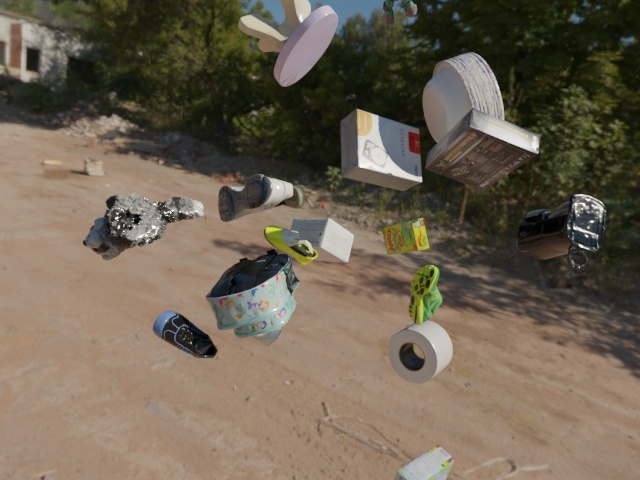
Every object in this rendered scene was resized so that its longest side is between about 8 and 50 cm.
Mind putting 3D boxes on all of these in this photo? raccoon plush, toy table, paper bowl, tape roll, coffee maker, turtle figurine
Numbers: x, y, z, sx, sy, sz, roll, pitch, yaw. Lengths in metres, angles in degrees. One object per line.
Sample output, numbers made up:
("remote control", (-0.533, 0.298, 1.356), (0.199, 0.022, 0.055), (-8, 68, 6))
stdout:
("raccoon plush", (-0.730, -0.034, 1.942), (0.445, 0.216, 0.299), (2, -21, -36))
("toy table", (-0.081, -0.575, 1.294), (0.161, 0.274, 0.252), (52, 45, 4))
("paper bowl", (0.399, -0.384, 1.373), (0.147, 0.285, 0.284), (-18, 16, -3))
("tape roll", (0.448, 0.497, 2.117), (0.246, 0.247, 0.169), (20, 19, 34))
("coffee maker", (0.549, -0.010, 1.100), (0.120, 0.171, 0.178), (39, -16, -3))
("turtle figurine", (0.214, -0.762, 1.391), (0.175, 0.118, 0.234), (2, -27, 20))

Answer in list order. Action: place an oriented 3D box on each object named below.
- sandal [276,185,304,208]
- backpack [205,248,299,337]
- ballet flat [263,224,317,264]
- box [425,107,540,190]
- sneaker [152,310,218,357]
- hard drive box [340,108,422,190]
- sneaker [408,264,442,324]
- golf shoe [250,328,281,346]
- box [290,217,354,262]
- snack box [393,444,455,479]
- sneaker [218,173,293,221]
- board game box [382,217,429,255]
("sandal", (-0.185, -0.196, 2.042), (0.086, 0.120, 0.302), (-17, 17, -36))
("backpack", (-0.182, 0.152, 1.280), (0.224, 0.191, 0.253), (-14, 9, 13))
("ballet flat", (-0.086, 0.008, 1.511), (0.077, 0.077, 0.231), (-17, -35, 27))
("box", (0.397, -0.220, 1.184), (0.182, 0.056, 0.231), (19, -20, -8))
("sneaker", (-0.347, 0.254, 1.244), (0.090, 0.082, 0.232), (20, -19, 22))
("hard drive box", (0.179, -0.261, 1.387), (0.231, 0.181, 0.089), (7, -16, -30))
("sneaker", (0.453, 0.221, 1.999), (0.123, 0.296, 0.109), (-12, 37, -25))
("golf shoe", (-0.211, 0.187, 1.510), (0.140, 0.115, 0.306), (31, 27, -37))
("box", (0.000, 0.000, 1.817), (0.180, 0.119, 0.181), (2, -19, 39))
("snack box", (0.272, 0.692, 1.319), (0.207, 0.175, 0.070), (-3, 25, -47))
("sneaker", (-0.197, -0.114, 1.370), (0.129, 0.111, 0.296), (-1, -4, -44))
("board game box", (0.259, -0.009, 1.456), (0.043, 0.092, 0.181), (-11, -2, -22))
